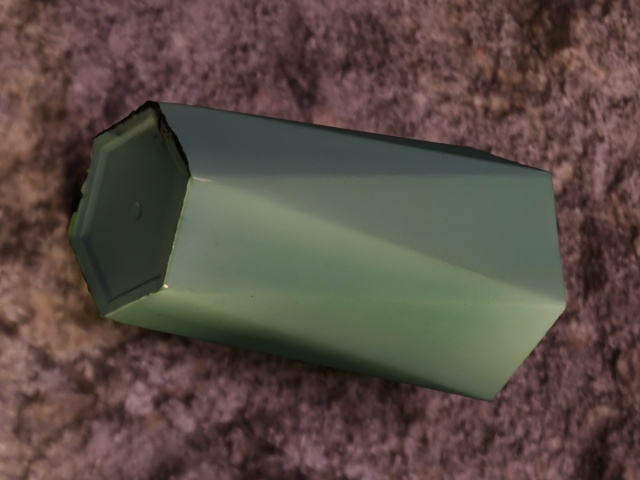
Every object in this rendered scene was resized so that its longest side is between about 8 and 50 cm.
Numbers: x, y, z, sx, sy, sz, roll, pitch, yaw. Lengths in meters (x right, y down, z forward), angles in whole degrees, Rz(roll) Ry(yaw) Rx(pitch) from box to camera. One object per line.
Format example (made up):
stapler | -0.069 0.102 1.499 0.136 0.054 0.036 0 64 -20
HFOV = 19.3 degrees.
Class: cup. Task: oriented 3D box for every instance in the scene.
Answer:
cup | 0.000 0.000 0.977 0.236 0.148 0.134 11 34 -39
